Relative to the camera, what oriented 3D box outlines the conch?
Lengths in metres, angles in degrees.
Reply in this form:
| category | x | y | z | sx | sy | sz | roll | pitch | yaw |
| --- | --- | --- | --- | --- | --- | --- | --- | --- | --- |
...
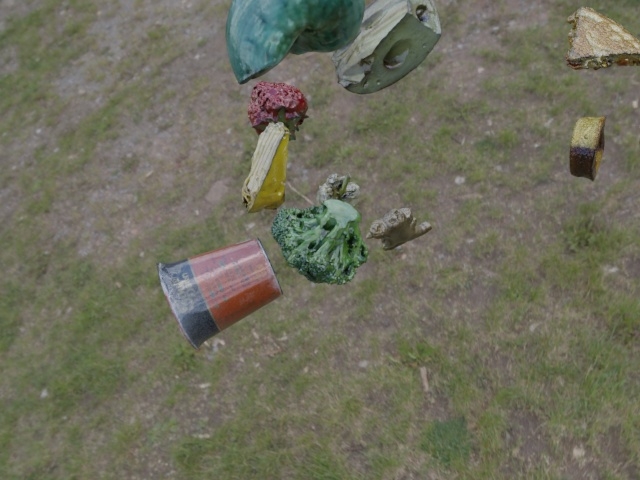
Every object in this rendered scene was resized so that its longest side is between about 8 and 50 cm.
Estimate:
| category | x | y | z | sx | sy | sz | roll | pitch | yaw |
| --- | --- | --- | --- | --- | --- | --- | --- | --- | --- |
| conch | -0.035 | -0.321 | 0.803 | 0.196 | 0.134 | 0.202 | -14 | 13 | 42 |

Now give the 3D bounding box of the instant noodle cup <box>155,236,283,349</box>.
| category | x | y | z | sx | sy | sz | roll | pitch | yaw |
| --- | --- | --- | --- | --- | --- | --- | --- | --- | --- |
| instant noodle cup | -0.128 | 0.061 | 0.756 | 0.136 | 0.127 | 0.127 | -24 | 52 | -9 |

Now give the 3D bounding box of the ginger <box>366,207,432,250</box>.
| category | x | y | z | sx | sy | sz | roll | pitch | yaw |
| --- | --- | --- | --- | --- | --- | --- | --- | --- | --- |
| ginger | 0.243 | -0.034 | 1.841 | 0.166 | 0.333 | 0.080 | -38 | 70 | 17 |

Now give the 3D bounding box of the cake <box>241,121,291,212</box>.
| category | x | y | z | sx | sy | sz | roll | pitch | yaw |
| --- | --- | --- | --- | --- | --- | --- | --- | --- | --- |
| cake | -0.123 | -0.144 | 1.157 | 0.116 | 0.184 | 0.080 | -27 | 48 | -37 |

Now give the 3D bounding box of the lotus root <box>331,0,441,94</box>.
| category | x | y | z | sx | sy | sz | roll | pitch | yaw |
| --- | --- | --- | --- | --- | --- | --- | --- | --- | --- |
| lotus root | 0.185 | -0.548 | 1.582 | 0.314 | 0.142 | 0.210 | -33 | 53 | 35 |

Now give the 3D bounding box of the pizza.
| category | x | y | z | sx | sy | sz | roll | pitch | yaw |
| --- | --- | --- | --- | --- | --- | --- | --- | --- | --- |
| pizza | 0.564 | -0.397 | 1.188 | 0.199 | 0.062 | 0.188 | -31 | 67 | -27 |

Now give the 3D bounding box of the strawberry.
| category | x | y | z | sx | sy | sz | roll | pitch | yaw |
| --- | --- | --- | --- | --- | --- | --- | --- | --- | --- |
| strawberry | -0.135 | -0.388 | 1.692 | 0.184 | 0.187 | 0.201 | -30 | 63 | -7 |

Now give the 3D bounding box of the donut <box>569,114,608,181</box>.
| category | x | y | z | sx | sy | sz | roll | pitch | yaw |
| --- | --- | --- | --- | --- | --- | --- | --- | --- | --- |
| donut | 0.565 | -0.196 | 1.208 | 0.059 | 0.140 | 0.140 | 10 | 63 | 29 |

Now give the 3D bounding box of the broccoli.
| category | x | y | z | sx | sy | sz | roll | pitch | yaw |
| --- | --- | --- | --- | --- | --- | --- | --- | --- | --- |
| broccoli | 0.000 | 0.000 | 1.037 | 0.196 | 0.156 | 0.195 | 13 | 50 | -15 |

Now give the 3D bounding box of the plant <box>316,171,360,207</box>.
| category | x | y | z | sx | sy | sz | roll | pitch | yaw |
| --- | --- | --- | --- | --- | --- | --- | --- | --- | --- |
| plant | 0.047 | -0.102 | 1.305 | 0.105 | 0.122 | 0.116 | 13 | 68 | -12 |
